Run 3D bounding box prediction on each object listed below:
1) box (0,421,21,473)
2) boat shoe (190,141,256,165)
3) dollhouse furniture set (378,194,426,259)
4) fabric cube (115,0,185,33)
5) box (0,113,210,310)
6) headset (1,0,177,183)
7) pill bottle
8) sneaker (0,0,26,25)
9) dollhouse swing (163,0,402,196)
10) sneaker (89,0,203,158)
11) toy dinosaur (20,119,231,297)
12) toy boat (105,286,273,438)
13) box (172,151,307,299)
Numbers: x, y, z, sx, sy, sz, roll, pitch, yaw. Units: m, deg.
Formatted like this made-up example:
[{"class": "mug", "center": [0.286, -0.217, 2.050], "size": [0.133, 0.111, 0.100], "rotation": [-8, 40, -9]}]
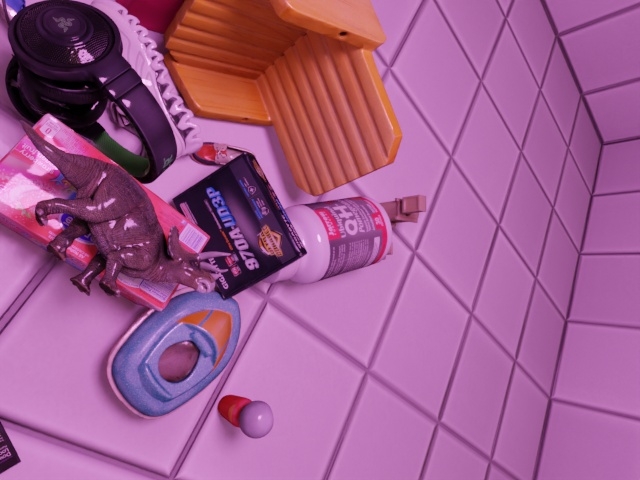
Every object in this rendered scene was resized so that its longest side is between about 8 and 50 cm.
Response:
[{"class": "box", "center": [-0.522, 0.281, 0.605], "size": [0.116, 0.029, 0.162], "rotation": [-27, 104, -38]}, {"class": "boat shoe", "center": [-0.202, -0.180, 0.897], "size": [0.137, 0.043, 0.049], "rotation": [1, 89, -40]}, {"class": "dollhouse furniture set", "center": [0.224, -0.028, 1.167], "size": [0.101, 0.181, 0.161], "rotation": [6, 84, -41]}, {"class": "fabric cube", "center": [-0.202, -0.535, 0.774], "size": [0.259, 0.258, 0.254], "rotation": [-2, 89, -41]}, {"class": "box", "center": [-0.356, -0.028, 0.688], "size": [0.300, 0.142, 0.154], "rotation": [42, 62, -31]}, {"class": "headset", "center": [-0.389, -0.229, 0.610], "size": [0.394, 0.243, 0.185], "rotation": [50, 57, -21]}, {"class": "pill bottle", "center": [0.000, 0.000, 0.975], "size": [0.318, 0.176, 0.177], "rotation": [-13, 96, -41]}, {"class": "sneaker", "center": [-0.468, -0.393, 0.665], "size": [0.084, 0.058, 0.152], "rotation": [-36, 104, -27]}, {"class": "dollhouse swing", "center": [-0.075, -0.255, 0.782], "size": [0.315, 0.346, 0.305], "rotation": [-4, 82, -41]}, {"class": "sneaker", "center": [-0.327, -0.272, 0.759], "size": [0.118, 0.110, 0.292], "rotation": [-37, 111, -27]}, {"class": "toy dinosaur", "center": [-0.287, -0.024, 0.600], "size": [0.314, 0.121, 0.160], "rotation": [56, 45, -19]}, {"class": "toy boat", "center": [-0.208, 0.241, 0.800], "size": [0.267, 0.148, 0.318], "rotation": [-47, 117, -32]}, {"class": "box", "center": [-0.152, -0.027, 0.812], "size": [0.220, 0.175, 0.051], "rotation": [62, 12, 4]}]
